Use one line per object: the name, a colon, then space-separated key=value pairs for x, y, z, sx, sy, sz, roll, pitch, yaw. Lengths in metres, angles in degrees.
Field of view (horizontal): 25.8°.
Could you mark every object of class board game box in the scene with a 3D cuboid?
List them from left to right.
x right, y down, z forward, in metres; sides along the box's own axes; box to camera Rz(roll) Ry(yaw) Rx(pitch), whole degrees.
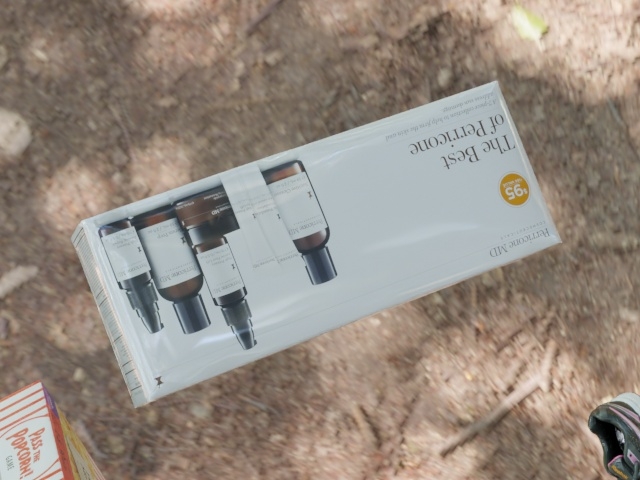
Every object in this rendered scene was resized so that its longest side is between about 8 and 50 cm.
board game box: x=-0.159 y=0.212 z=0.968 sx=0.045 sy=0.193 sz=0.147 roll=-27 pitch=32 yaw=-4

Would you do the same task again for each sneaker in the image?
sneaker: x=0.346 y=0.251 z=1.514 sx=0.178 sy=0.077 sz=0.072 roll=57 pitch=133 yaw=29

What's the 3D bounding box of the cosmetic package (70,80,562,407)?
cosmetic package: x=0.000 y=0.000 z=0.737 sx=0.239 sy=0.060 sz=0.098 roll=-21 pitch=88 yaw=-18
